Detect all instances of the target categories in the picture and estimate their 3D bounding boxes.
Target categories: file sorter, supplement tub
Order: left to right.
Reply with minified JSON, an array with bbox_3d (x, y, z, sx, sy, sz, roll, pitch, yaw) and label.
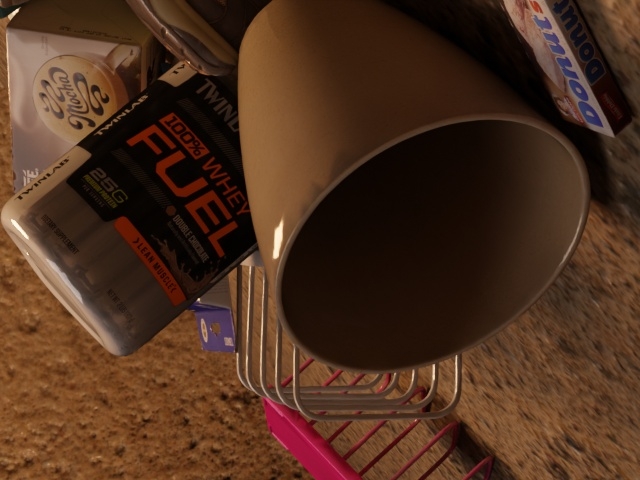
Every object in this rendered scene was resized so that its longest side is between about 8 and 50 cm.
[{"bbox_3d":[-0.146,-0.056,1.789,0.207,0.338,0.207,46,168,13],"label":"supplement tub"},{"bbox_3d":[0.024,0.093,1.844,0.277,0.192,0.173,-176,87,-74],"label":"file sorter"},{"bbox_3d":[0.084,0.285,2.417,0.290,0.182,0.202,45,167,16],"label":"file sorter"}]

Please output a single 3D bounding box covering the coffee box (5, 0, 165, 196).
[{"bbox_3d":[-0.283,-0.142,2.089,0.168,0.119,0.297,9,124,7],"label":"coffee box"}]

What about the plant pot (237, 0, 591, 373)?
[{"bbox_3d":[0.037,-0.080,1.363,0.274,0.256,0.256,60,179,42],"label":"plant pot"}]

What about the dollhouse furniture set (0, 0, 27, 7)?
[{"bbox_3d":[-0.192,-0.416,1.298,0.362,0.256,0.394,39,144,38],"label":"dollhouse furniture set"}]

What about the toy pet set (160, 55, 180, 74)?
[{"bbox_3d":[-0.156,-0.167,2.024,0.065,0.122,0.114,-57,45,52],"label":"toy pet set"}]

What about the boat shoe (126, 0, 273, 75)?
[{"bbox_3d":[-0.178,-0.315,1.610,0.355,0.130,0.132,48,173,-23],"label":"boat shoe"}]

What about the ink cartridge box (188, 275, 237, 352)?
[{"bbox_3d":[-0.150,0.023,2.008,0.223,0.045,0.224,167,97,-75],"label":"ink cartridge box"}]

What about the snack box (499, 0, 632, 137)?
[{"bbox_3d":[0.155,-0.149,1.169,0.064,0.022,0.178,29,156,56],"label":"snack box"}]

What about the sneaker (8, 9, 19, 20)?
[{"bbox_3d":[-0.288,-0.218,2.173,0.147,0.145,0.385,2,124,55],"label":"sneaker"}]

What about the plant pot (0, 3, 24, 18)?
[{"bbox_3d":[-0.387,-0.420,1.982,0.165,0.165,0.234,40,160,37],"label":"plant pot"}]
